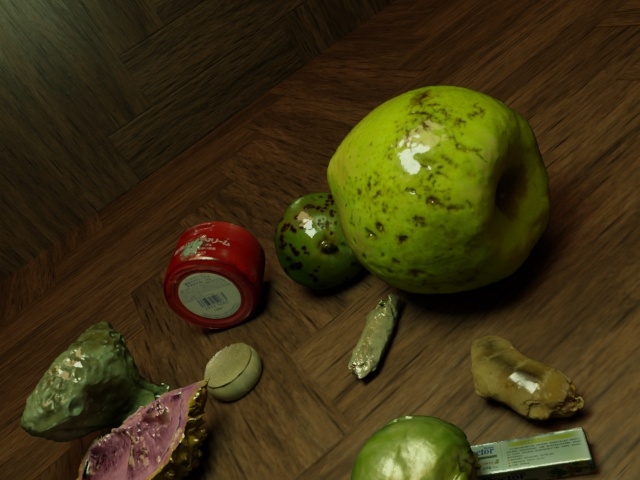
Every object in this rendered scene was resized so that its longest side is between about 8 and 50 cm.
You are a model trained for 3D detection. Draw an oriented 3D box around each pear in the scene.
[{"bbox_3d":[0.193,-0.082,0.958,0.391,0.391,0.391,-23,31,15],"label":"pear"}]

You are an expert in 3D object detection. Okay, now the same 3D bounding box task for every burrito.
[{"bbox_3d":[0.098,0.172,0.972,0.058,0.045,0.188,-14,36,41],"label":"burrito"}]

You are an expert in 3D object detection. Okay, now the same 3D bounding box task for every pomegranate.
[{"bbox_3d":[0.000,0.000,1.181,0.211,0.211,0.263,-34,5,-3],"label":"pomegranate"}]

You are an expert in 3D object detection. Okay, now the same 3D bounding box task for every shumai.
[{"bbox_3d":[-0.426,0.303,1.056,0.225,0.222,0.260,-55,-1,15],"label":"shumai"}]

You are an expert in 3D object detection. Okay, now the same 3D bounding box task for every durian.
[{"bbox_3d":[-0.315,0.403,0.962,0.341,0.112,0.191,-33,38,14],"label":"durian"}]

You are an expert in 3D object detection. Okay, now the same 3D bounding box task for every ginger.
[{"bbox_3d":[0.274,0.192,0.759,0.095,0.068,0.190,-17,22,-26],"label":"ginger"}]

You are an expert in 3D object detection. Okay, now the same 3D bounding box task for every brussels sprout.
[{"bbox_3d":[0.112,0.305,0.658,0.145,0.131,0.183,9,60,27],"label":"brussels sprout"}]

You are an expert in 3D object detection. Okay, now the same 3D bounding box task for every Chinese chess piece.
[{"bbox_3d":[-0.177,0.266,1.085,0.122,0.051,0.122,-24,29,14],"label":"Chinese chess piece"}]

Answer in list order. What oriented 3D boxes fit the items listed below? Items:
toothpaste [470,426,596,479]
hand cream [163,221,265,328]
[{"bbox_3d":[0.258,0.277,0.681,0.164,0.034,0.046,-19,33,21],"label":"toothpaste"},{"bbox_3d":[-0.241,0.084,1.241,0.230,0.230,0.149,-22,35,17],"label":"hand cream"}]
